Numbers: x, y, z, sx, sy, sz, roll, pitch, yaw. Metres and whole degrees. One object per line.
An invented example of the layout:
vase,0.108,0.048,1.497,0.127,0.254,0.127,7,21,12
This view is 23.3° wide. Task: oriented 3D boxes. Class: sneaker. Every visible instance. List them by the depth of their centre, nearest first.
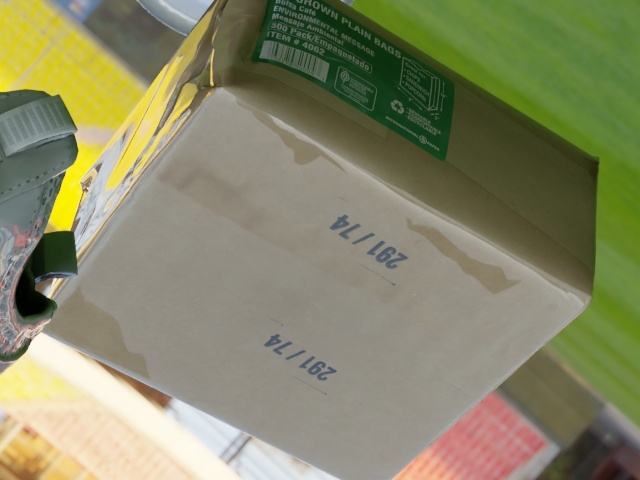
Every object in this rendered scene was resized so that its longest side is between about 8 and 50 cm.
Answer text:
sneaker,-0.132,0.033,0.512,0.105,0.115,0.281,67,160,9

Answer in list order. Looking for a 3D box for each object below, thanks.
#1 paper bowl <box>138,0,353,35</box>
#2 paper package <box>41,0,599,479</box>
paper bowl,-0.071,-0.324,1.480,0.284,0.284,0.148,41,-172,-8
paper package,0.000,0.000,1.172,0.324,0.309,0.168,29,-141,-18
